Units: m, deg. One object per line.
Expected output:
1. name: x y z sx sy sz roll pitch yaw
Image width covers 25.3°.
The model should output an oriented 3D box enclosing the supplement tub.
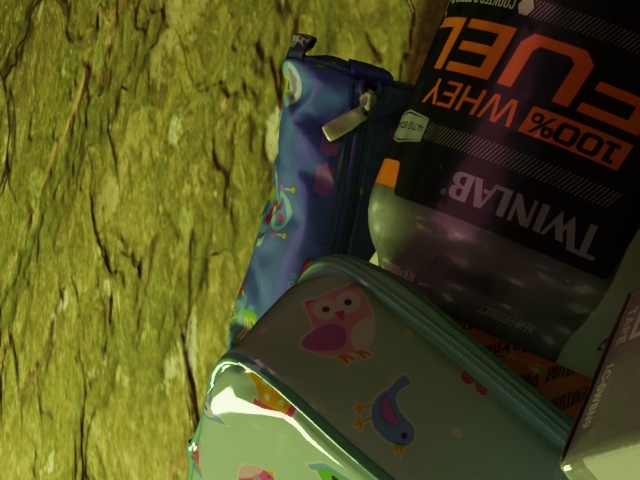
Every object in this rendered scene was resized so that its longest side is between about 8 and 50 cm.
1. supplement tub: 0.149 -0.069 0.818 0.193 0.193 0.316 22 91 58

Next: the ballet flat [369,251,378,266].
1. ballet flat: 0.100 -0.002 0.987 0.280 0.096 0.095 -60 34 24

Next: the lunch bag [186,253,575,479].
1. lunch bag: 0.041 0.144 0.774 0.108 0.224 0.279 -48 -12 -26

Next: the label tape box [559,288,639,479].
1. label tape box: 0.288 0.085 0.503 0.333 0.240 0.106 -29 23 51

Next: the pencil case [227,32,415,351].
1. pencil case: 0.000 0.000 1.120 0.133 0.119 0.306 -178 101 -81
